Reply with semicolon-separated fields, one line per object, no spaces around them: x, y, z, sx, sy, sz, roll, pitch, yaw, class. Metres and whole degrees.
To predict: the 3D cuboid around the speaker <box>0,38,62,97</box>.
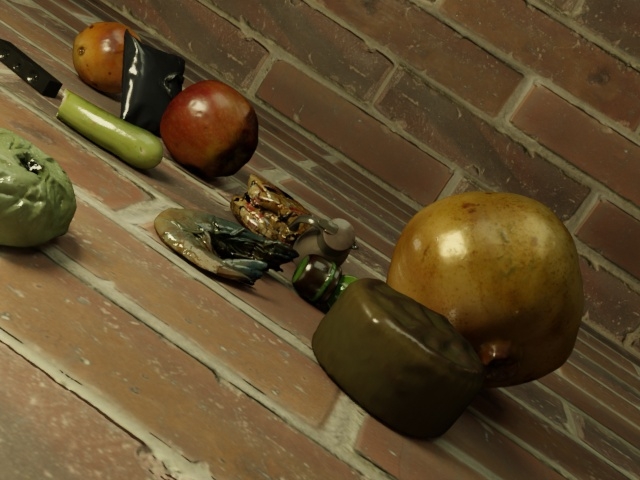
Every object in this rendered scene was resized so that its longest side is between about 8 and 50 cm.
-0.665;-0.390;1.786;0.191;0.040;0.046;37;13;19;speaker

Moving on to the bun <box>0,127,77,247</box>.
-0.429;-0.083;1.079;0.221;0.108;0.221;30;13;-8;bun

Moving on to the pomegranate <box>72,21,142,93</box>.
-0.551;-0.476;2.069;0.191;0.191;0.191;31;13;-8;pomegranate

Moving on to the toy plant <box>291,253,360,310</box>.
0.028;0.095;1.548;0.162;0.093;0.093;30;13;-12;toy plant

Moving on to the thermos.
0.000;0.000;1.605;0.137;0.105;0.193;36;-19;-4;thermos

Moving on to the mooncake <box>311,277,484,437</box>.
0.135;0.188;1.333;0.284;0.155;0.284;33;12;-8;mooncake

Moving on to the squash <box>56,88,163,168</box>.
-0.442;-0.228;1.656;0.250;0.083;0.083;29;13;-1;squash

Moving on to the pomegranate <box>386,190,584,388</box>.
0.336;0.106;1.572;0.416;0.417;0.417;31;13;-8;pomegranate

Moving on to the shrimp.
-0.161;0.019;1.438;0.289;0.075;0.178;27;22;-27;shrimp

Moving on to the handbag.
-0.420;-0.382;2.011;0.088;0.254;0.211;-12;-19;34;handbag

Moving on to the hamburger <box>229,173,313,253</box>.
-0.093;-0.051;1.776;0.231;0.107;0.231;34;6;-4;hamburger

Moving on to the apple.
-0.257;-0.262;1.890;0.230;0.230;0.230;31;13;-8;apple
